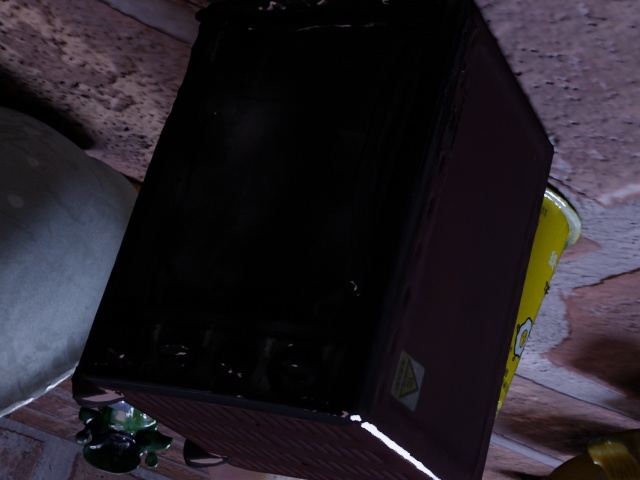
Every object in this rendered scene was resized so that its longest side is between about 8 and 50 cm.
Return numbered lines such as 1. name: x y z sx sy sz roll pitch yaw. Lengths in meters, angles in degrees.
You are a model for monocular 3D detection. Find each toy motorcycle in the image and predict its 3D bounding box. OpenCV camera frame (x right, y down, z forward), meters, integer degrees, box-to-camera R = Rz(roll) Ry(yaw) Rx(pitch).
1. toy motorcycle: -0.233 0.181 1.478 0.125 0.187 0.274 17 160 5

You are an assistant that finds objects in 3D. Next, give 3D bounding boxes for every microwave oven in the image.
1. microwave oven: 0.002 0.001 0.671 0.178 0.247 0.188 3 157 32

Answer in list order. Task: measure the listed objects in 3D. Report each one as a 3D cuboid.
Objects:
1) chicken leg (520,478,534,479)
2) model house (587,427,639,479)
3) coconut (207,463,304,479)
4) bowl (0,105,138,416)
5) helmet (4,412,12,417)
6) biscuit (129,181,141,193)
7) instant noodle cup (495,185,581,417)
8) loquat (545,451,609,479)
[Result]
1. chicken leg: 0.334 0.358 1.580 0.087 0.107 0.251 11 177 -35
2. model house: 0.348 0.244 1.112 0.239 0.173 0.268 25 169 2
3. coconut: -0.020 0.226 1.369 0.224 0.224 0.234 30 146 -30
4. bowl: -0.293 -0.017 0.889 0.313 0.313 0.146 10 138 25
5. helmet: -0.449 0.091 1.493 0.258 0.137 0.204 24 156 15
6. biscuit: -0.223 -0.021 1.125 0.260 0.041 0.203 18 162 -5
7. instant noodle cup: 0.073 0.035 0.845 0.182 0.144 0.182 17 162 6
8. loquat: 0.336 0.314 1.335 0.179 0.179 0.227 29 156 -28
